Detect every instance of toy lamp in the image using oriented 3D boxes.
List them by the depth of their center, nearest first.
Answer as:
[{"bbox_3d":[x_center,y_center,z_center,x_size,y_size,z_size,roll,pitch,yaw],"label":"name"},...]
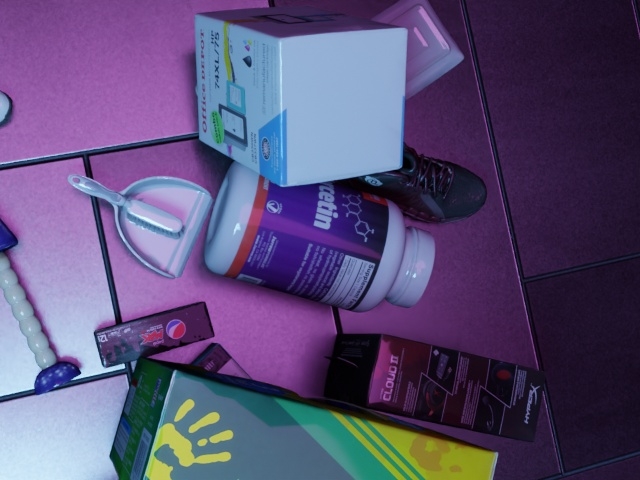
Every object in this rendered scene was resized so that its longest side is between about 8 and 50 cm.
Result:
[{"bbox_3d":[-0.434,0.084,1.347,0.080,0.080,0.274,-26,92,-16],"label":"toy lamp"}]

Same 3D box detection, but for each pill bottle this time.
[{"bbox_3d":[0.000,0.000,1.419,0.323,0.181,0.181,16,81,-14],"label":"pill bottle"}]

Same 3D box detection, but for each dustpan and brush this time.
[{"bbox_3d":[-0.276,-0.047,1.409,0.211,0.060,0.147,24,80,-12],"label":"dustpan and brush"}]

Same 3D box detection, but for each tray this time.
[{"bbox_3d":[0.103,-0.291,1.551,0.270,0.030,0.145,-36,94,-15],"label":"tray"}]

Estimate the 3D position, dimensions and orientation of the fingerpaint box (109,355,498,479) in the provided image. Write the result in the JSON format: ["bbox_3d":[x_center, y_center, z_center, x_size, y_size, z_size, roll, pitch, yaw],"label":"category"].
[{"bbox_3d":[-0.051,0.265,1.183,0.371,0.445,0.163,17,81,-13],"label":"fingerpaint box"}]

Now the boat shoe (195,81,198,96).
[{"bbox_3d":[-0.098,-0.275,1.472,0.206,0.065,0.075,-31,89,-15],"label":"boat shoe"}]

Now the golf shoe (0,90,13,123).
[{"bbox_3d":[-0.538,-0.197,1.334,0.198,0.094,0.077,2,84,-17],"label":"golf shoe"}]

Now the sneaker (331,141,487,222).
[{"bbox_3d":[0.153,-0.096,1.478,0.282,0.162,0.106,10,83,-14],"label":"sneaker"}]

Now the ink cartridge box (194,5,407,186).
[{"bbox_3d":[-0.035,-0.215,1.340,0.197,0.270,0.198,-11,113,-28],"label":"ink cartridge box"}]

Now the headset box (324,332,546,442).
[{"bbox_3d":[0.151,0.214,1.425,0.293,0.218,0.110,14,81,-14],"label":"headset box"}]

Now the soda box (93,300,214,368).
[{"bbox_3d":[-0.247,0.139,1.406,0.169,0.053,0.060,-15,90,-15],"label":"soda box"}]

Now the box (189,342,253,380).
[{"bbox_3d":[-0.112,0.275,1.428,0.100,0.060,0.244,-44,97,-14],"label":"box"}]
